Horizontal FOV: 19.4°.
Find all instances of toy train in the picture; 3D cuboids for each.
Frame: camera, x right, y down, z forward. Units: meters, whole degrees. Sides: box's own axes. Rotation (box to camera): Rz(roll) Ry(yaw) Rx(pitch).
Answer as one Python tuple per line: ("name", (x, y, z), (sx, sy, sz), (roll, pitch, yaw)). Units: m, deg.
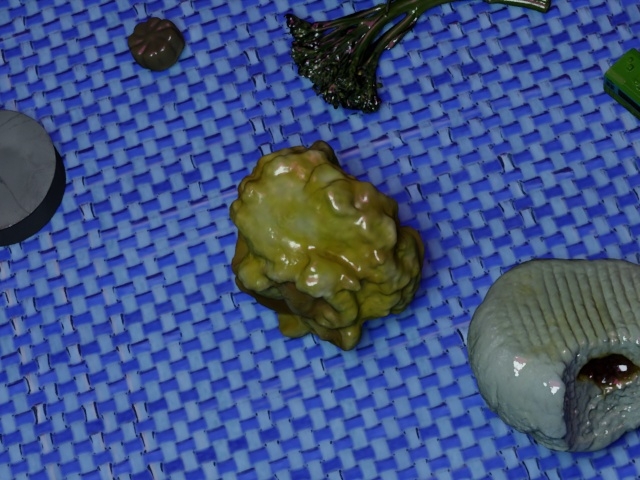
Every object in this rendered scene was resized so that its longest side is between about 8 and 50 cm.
("toy train", (0.358, -0.102, 1.778), (0.044, 0.042, 0.209), (-43, 67, -9))

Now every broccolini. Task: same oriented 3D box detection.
("broccolini", (0.103, -0.196, 1.856), (0.271, 0.062, 0.123), (-12, 76, 0))

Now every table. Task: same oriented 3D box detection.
("table", (-0.322, -0.062, 1.863), (0.133, 0.043, 0.134), (-3, 66, 7))

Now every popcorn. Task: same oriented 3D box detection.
("popcorn", (-0.002, 0.004, 1.709), (0.155, 0.198, 0.197), (-41, 67, -17))

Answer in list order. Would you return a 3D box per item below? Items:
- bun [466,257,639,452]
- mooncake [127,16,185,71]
("bun", (0.234, 0.110, 1.658), (0.212, 0.127, 0.204), (8, 43, 10))
("mooncake", (-0.313, -0.222, 1.931), (0.346, 0.057, 0.150), (-5, 53, 0))
